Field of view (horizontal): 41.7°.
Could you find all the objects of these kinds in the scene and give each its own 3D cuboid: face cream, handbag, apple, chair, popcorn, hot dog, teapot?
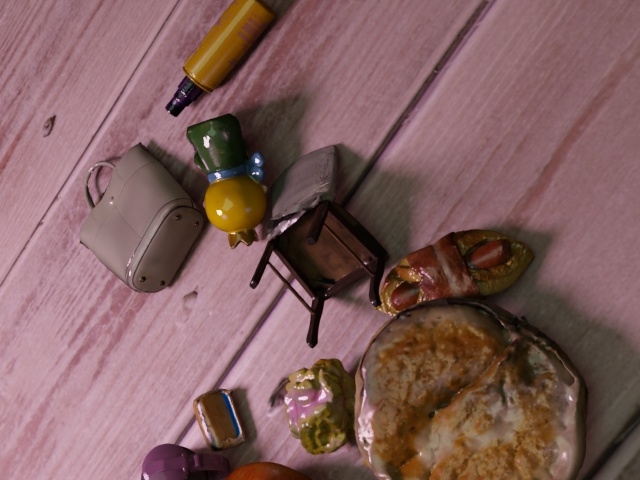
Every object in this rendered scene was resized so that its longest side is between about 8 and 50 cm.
[{"bbox_3d":[-0.198,-0.344,1.579,0.273,0.078,0.078,-48,63,14],"label":"face cream"},{"bbox_3d":[-0.366,-0.054,1.638,0.315,0.109,0.241,39,100,42],"label":"handbag"},{"bbox_3d":[-0.093,0.440,1.318,0.160,0.195,0.173,10,57,4],"label":"apple"},{"bbox_3d":[0.000,0.000,1.385,0.160,0.319,0.186,-35,110,22],"label":"chair"},{"bbox_3d":[0.003,0.266,1.339,0.125,0.126,0.145,-14,103,41],"label":"popcorn"},{"bbox_3d":[0.190,0.056,1.285,0.261,0.093,0.123,-32,72,19],"label":"hot dog"},{"bbox_3d":[-0.239,0.404,1.428,0.148,0.146,0.116,16,63,9],"label":"teapot"}]

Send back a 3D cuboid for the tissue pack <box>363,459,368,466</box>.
[{"bbox_3d":[0.164,0.327,1.259,0.169,0.082,0.120,30,94,29],"label":"tissue pack"}]

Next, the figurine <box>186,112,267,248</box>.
[{"bbox_3d":[-0.168,-0.104,1.507,0.127,0.185,0.234,-26,102,-18],"label":"figurine"}]

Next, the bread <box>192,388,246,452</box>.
[{"bbox_3d":[-0.178,0.312,1.464,0.072,0.053,0.106,-15,71,-19],"label":"bread"}]

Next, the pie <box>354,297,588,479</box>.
[{"bbox_3d":[0.208,0.235,1.186,0.339,0.077,0.339,-3,73,10],"label":"pie"}]
